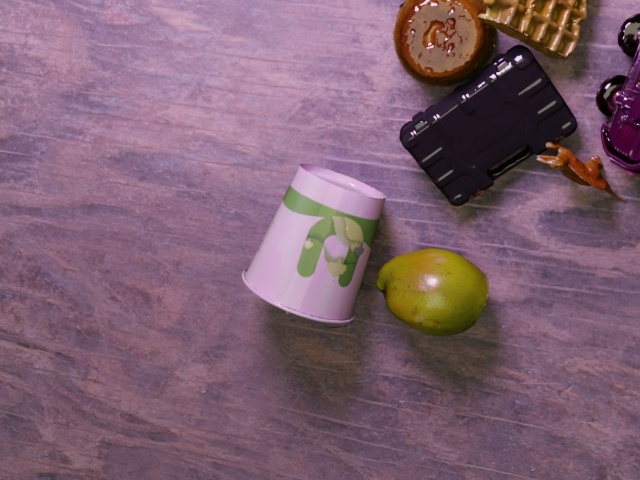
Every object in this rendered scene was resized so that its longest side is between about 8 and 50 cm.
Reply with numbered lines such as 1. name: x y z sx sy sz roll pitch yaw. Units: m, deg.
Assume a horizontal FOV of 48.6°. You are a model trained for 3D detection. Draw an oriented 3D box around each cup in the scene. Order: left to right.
1. cup: 0.000 0.000 1.445 0.253 0.253 0.273 23 102 6

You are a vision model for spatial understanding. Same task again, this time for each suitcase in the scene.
1. suitcase: 0.317 -0.213 1.351 0.286 0.066 0.206 -35 116 20

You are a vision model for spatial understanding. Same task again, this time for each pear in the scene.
1. pear: 0.220 0.103 1.437 0.220 0.187 0.187 11 109 3

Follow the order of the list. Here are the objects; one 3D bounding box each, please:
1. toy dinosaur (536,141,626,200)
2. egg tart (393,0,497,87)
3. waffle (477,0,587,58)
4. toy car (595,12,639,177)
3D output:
1. toy dinosaur: 0.499 -0.126 1.323 0.212 0.142 0.057 26 112 2
2. egg tart: 0.222 -0.382 1.310 0.203 0.147 0.202 4 106 15
3. waffle: 0.383 -0.456 1.226 0.229 0.057 0.219 17 97 -30
4. toy car: 0.651 -0.263 1.207 0.240 0.271 0.340 11 113 -11
